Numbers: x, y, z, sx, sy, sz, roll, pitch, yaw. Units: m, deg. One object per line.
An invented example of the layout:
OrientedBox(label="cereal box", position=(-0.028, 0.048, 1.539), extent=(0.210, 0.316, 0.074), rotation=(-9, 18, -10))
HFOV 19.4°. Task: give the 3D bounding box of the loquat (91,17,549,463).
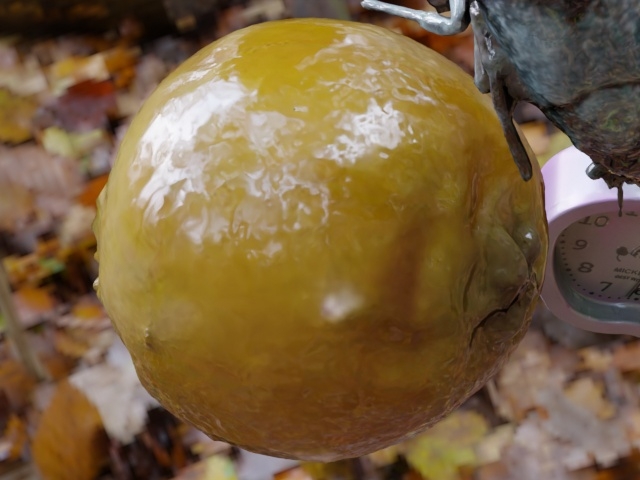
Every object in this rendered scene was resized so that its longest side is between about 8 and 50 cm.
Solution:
OrientedBox(label="loquat", position=(0.000, 0.000, 1.338), extent=(0.328, 0.328, 0.328), rotation=(-15, 25, 7))

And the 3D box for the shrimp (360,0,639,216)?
OrientedBox(label="shrimp", position=(0.121, -0.160, 0.967), extent=(0.221, 0.410, 0.166), rotation=(-13, 59, 15))

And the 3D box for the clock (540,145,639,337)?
OrientedBox(label="clock", position=(0.411, -0.006, 2.248), extent=(0.338, 0.338, 0.102), rotation=(-9, 54, 19))
